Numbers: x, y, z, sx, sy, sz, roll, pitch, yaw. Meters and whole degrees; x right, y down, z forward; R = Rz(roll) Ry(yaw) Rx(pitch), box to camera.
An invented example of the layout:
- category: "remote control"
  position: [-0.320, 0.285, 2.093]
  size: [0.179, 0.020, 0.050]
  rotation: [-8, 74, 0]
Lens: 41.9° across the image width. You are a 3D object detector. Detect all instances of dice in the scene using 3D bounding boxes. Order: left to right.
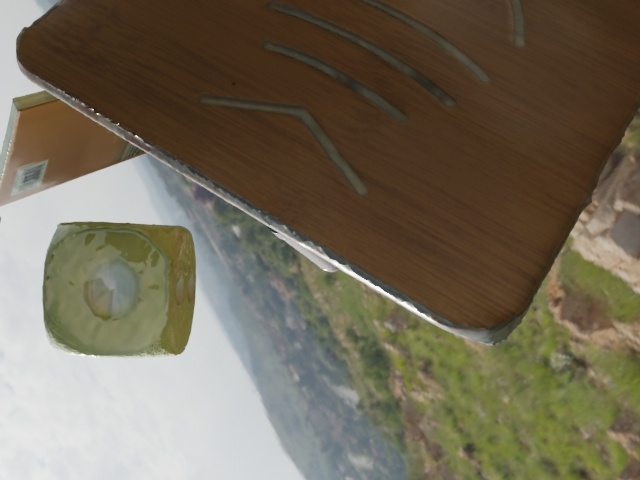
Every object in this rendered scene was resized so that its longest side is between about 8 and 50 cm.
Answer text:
- category: "dice"
  position: [-0.255, 0.061, 1.087]
  size: [0.169, 0.166, 0.169]
  rotation: [47, -134, -88]

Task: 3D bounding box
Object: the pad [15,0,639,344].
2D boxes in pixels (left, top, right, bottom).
- category: "pad"
  position: [0.032, -0.118, 0.454]
  size: [0.286, 0.284, 0.018]
  rotation: [31, 151, 10]

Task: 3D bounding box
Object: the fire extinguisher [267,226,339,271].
- category: "fire extinguisher"
  position: [0.000, 0.000, 1.006]
  size: [0.177, 0.062, 0.050]
  rotation: [37, -155, -55]

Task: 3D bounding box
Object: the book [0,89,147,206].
- category: "book"
  position: [-0.369, -0.191, 1.410]
  size: [0.028, 0.373, 0.262]
  rotation: [50, 138, 12]
